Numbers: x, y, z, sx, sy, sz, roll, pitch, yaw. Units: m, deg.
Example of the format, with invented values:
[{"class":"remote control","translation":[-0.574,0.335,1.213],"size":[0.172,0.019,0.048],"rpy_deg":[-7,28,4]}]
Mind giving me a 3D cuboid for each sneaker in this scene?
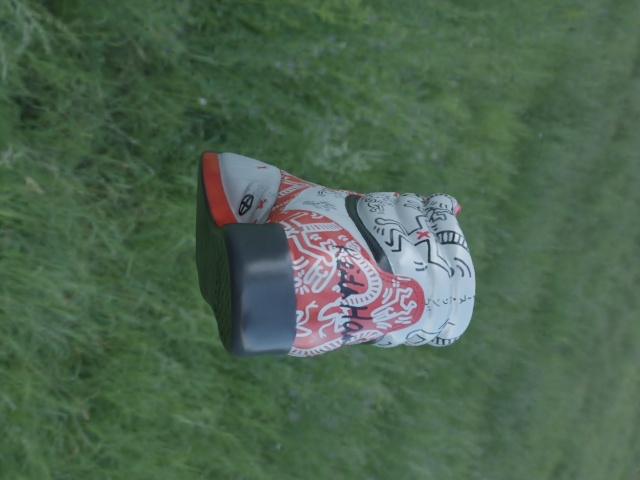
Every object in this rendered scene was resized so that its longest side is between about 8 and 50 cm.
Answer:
[{"class":"sneaker","translation":[0.000,0.001,0.545],"size":[0.270,0.145,0.090],"rpy_deg":[-131,-138,-71]}]
